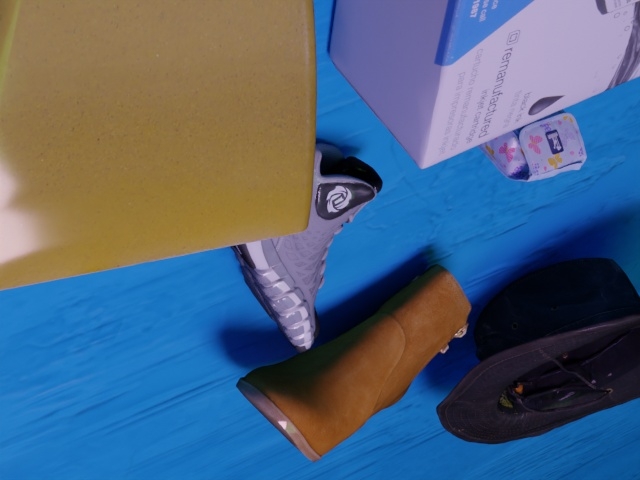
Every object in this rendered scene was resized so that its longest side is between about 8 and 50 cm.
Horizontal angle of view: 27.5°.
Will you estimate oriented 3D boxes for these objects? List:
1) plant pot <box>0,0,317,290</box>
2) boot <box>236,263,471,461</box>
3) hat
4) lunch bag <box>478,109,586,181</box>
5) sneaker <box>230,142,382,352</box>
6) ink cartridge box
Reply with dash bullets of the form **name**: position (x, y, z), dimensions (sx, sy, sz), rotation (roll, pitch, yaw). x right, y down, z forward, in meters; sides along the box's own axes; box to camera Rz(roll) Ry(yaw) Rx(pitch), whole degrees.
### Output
- **plant pot**: position (-0.123, -0.122, 0.646), dimensions (0.212, 0.212, 0.187), rotation (-11, 131, -37)
- **boot**: position (0.042, 0.100, 1.217), dimensions (0.211, 0.104, 0.295), rotation (-45, 165, 0)
- **hat**: position (0.272, 0.102, 1.440), dimensions (0.331, 0.134, 0.331), rotation (-11, 151, -6)
- **lunch bag**: position (0.180, -0.088, 1.119), dimensions (0.071, 0.083, 0.053), rotation (-16, 145, -30)
- **sneaker**: position (0.000, 0.000, 1.059), dimensions (0.132, 0.086, 0.228), rotation (-35, 150, -8)
- **ink cartridge box**: position (0.176, -0.209, 0.894), dimensions (0.307, 0.129, 0.223), rotation (-24, 148, -22)
